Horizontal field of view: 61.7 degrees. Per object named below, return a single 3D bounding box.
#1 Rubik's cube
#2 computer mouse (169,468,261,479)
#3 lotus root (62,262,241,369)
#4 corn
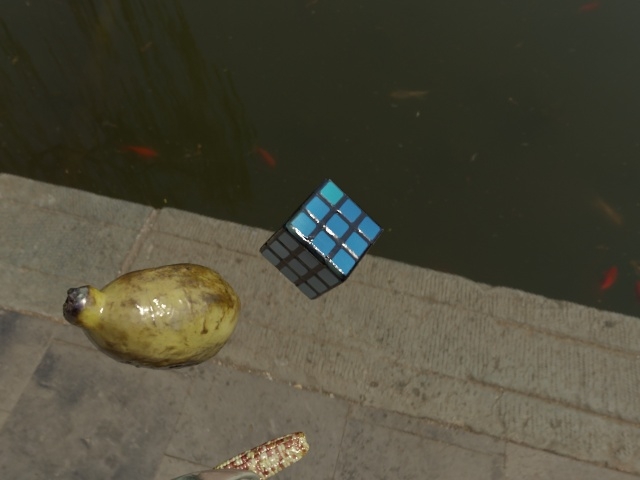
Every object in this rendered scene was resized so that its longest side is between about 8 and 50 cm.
[{"bbox_3d":[0.000,0.000,1.096,0.160,0.163,0.162,43,59,-5],"label":"Rubik's cube"},{"bbox_3d":[-0.252,0.462,0.778,0.389,0.199,0.115,-38,39,-12],"label":"computer mouse"},{"bbox_3d":[-0.190,0.088,0.620,0.214,0.138,0.138,8,46,-45],"label":"lotus root"},{"bbox_3d":[-0.134,0.479,1.136,0.237,0.079,0.079,-23,61,-7],"label":"corn"}]
